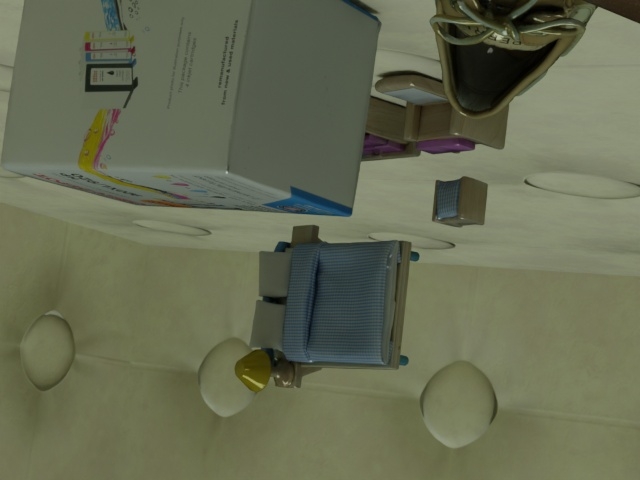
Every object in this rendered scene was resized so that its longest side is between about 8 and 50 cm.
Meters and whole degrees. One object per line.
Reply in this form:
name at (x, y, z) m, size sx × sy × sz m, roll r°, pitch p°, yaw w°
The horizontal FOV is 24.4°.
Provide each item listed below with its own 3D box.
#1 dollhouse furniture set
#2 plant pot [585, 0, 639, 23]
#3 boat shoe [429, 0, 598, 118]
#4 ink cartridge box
dollhouse furniture set at (0.000, 0.000, 1.437) m, size 0.198 × 0.303 × 0.286 m, roll 13°, pitch 171°, yaw -37°
plant pot at (0.158, -0.162, 0.646) m, size 0.165 × 0.167 × 0.167 m, roll 16°, pitch 172°, yaw -4°
boat shoe at (0.125, -0.144, 0.961) m, size 0.104 × 0.089 × 0.285 m, roll 22°, pitch 175°, yaw 8°
ink cartridge box at (-0.103, -0.117, 1.165) m, size 0.233 × 0.168 × 0.171 m, roll 4°, pitch 172°, yaw 35°
